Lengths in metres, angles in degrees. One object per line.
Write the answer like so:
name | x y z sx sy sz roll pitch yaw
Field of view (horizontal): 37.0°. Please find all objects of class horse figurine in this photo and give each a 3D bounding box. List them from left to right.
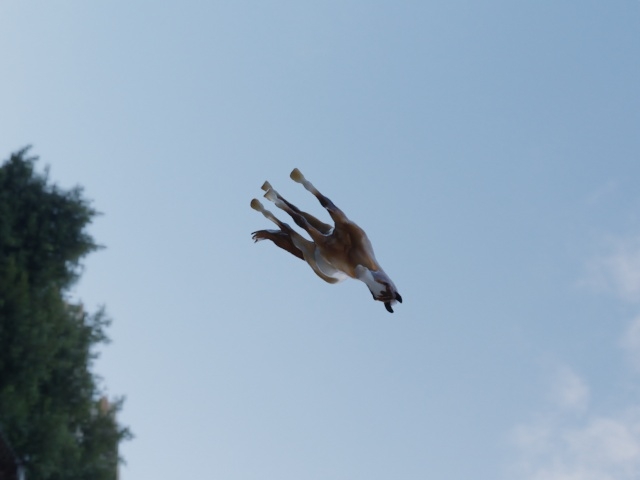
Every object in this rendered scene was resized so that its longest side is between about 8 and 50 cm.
horse figurine | 0.000 0.000 1.086 0.066 0.174 0.263 -49 -170 -12
